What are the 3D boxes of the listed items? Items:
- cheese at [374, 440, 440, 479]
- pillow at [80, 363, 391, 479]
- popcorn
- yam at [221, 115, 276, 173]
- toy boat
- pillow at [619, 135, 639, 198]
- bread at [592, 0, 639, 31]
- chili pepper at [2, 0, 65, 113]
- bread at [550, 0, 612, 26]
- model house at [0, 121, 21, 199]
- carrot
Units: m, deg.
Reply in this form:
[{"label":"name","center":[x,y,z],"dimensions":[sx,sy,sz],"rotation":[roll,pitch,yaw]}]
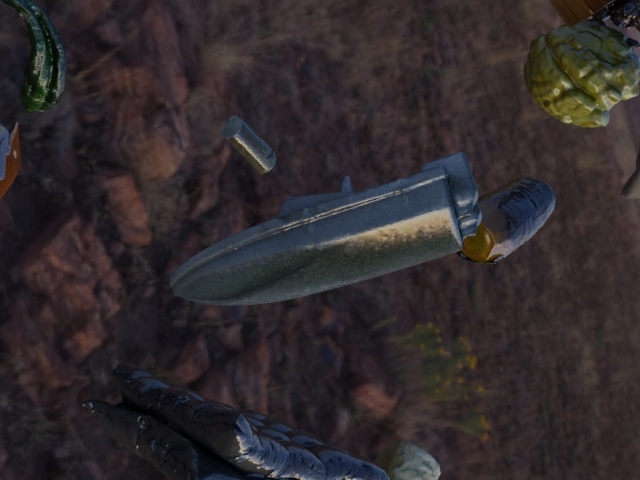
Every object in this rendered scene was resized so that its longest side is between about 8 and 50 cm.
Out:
[{"label":"cheese","center":[0.092,0.373,1.360],"dimensions":[0.167,0.094,0.123],"rotation":[-57,175,-26]},{"label":"pillow","center":[-0.084,0.246,1.123],"dimensions":[0.326,0.228,0.101],"rotation":[33,79,-44]},{"label":"popcorn","center":[0.388,-0.246,1.412],"dimensions":[0.173,0.174,0.142],"rotation":[-66,165,-58]},{"label":"yam","center":[-0.134,-0.180,1.850],"dimensions":[0.132,0.054,0.054],"rotation":[45,37,-44]},{"label":"toy boat","center":[0.000,0.000,0.956],"dimensions":[0.141,0.320,0.092],"rotation":[55,19,-68]},{"label":"pillow","center":[0.475,-0.149,1.131],"dimensions":[0.067,0.270,0.173],"rotation":[-130,-147,-50]},{"label":"bread","center":[0.446,-0.347,1.424],"dimensions":[0.082,0.113,0.060],"rotation":[-54,161,-58]},{"label":"chili pepper","center":[-0.488,-0.290,1.652],"dimensions":[0.065,0.122,0.278],"rotation":[-30,152,-34]},{"label":"bread","center":[0.385,-0.359,1.206],"dimensions":[0.070,0.236,0.236],"rotation":[52,24,-4]},{"label":"model house","center":[-0.458,-0.072,1.228],"dimensions":[0.136,0.207,0.219],"rotation":[45,44,-31]},{"label":"carrot","center":[0.226,-0.027,1.198],"dimensions":[0.173,0.082,0.082],"rotation":[-34,110,-50]}]
